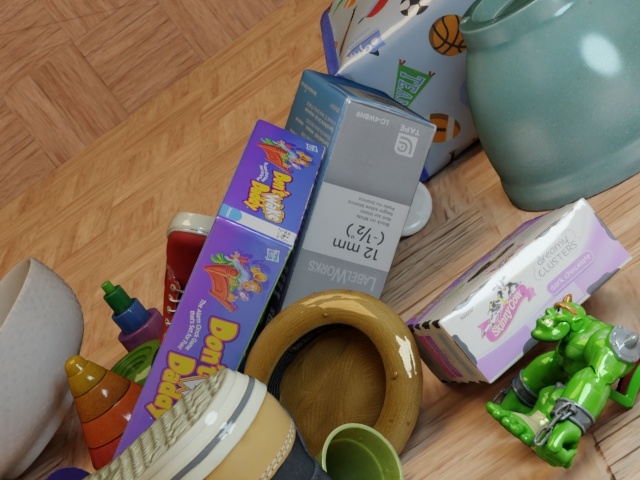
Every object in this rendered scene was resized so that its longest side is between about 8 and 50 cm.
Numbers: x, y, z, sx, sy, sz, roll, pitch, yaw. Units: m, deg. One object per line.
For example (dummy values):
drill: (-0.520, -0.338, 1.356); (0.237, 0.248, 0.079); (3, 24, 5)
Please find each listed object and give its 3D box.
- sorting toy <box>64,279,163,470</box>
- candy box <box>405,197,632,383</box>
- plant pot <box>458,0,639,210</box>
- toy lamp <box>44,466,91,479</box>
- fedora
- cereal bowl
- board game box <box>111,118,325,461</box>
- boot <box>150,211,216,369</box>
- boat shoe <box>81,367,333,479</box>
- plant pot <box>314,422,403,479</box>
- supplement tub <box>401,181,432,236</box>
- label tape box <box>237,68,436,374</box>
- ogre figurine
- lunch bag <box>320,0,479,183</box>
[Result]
sorting toy: (-0.253, 0.140, 2.076); (0.127, 0.126, 0.365); (-34, 18, 11)
candy box: (0.165, 0.049, 1.484); (0.165, 0.070, 0.196); (-40, 1, -8)
plant pot: (0.269, -0.198, 1.793); (0.293, 0.196, 0.293); (-34, 18, 12)
toy lamp: (-0.311, 0.303, 1.784); (0.080, 0.080, 0.275); (-49, 7, -34)
fedora: (0.020, 0.141, 1.546); (0.194, 0.194, 0.079); (-30, -21, 23)
cereal bowl: (-0.400, 0.193, 2.114); (0.339, 0.141, 0.339); (-49, 17, 20)
board game box: (-0.108, 0.079, 1.730); (0.233, 0.078, 0.347); (-73, 7, -61)
boot: (-0.147, 0.079, 1.917); (0.244, 0.088, 0.176); (97, -172, -69)
boat shoe: (-0.159, 0.280, 1.483); (0.500, 0.156, 0.187); (-41, 13, 43)
plant pot: (0.015, 0.208, 1.453); (0.079, 0.083, 0.083); (-36, 12, 47)
supplement tub: (0.084, -0.047, 1.982); (0.071, 0.071, 0.107); (-38, 17, -3)
label tape box: (0.000, 0.000, 1.891); (0.249, 0.115, 0.347); (-131, 56, -73)
ogre figurine: (0.192, 0.111, 1.319); (0.118, 0.097, 0.197); (-50, -15, -1)
lunch bag: (0.180, -0.291, 2.159); (0.328, 0.239, 0.385); (-36, 24, 11)
